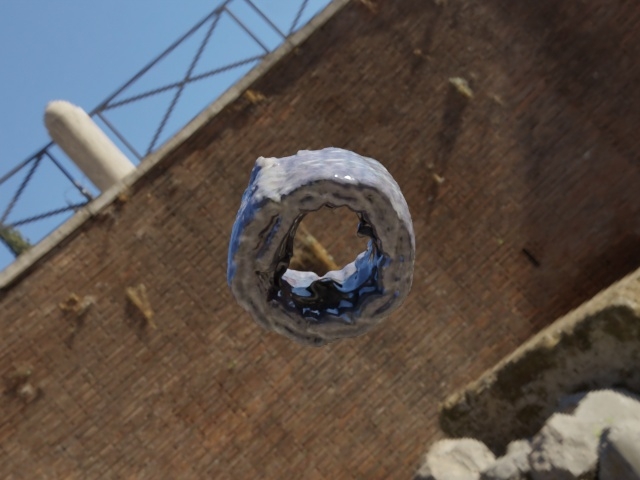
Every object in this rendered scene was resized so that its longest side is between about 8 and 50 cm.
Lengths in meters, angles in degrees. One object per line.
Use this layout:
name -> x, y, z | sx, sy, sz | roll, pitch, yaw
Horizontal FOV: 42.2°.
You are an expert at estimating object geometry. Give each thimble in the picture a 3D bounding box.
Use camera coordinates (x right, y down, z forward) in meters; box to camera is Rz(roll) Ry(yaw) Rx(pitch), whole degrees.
thimble -> 0.000, 0.002, 0.654 | 0.150, 0.150, 0.098 | -46, 17, 17
